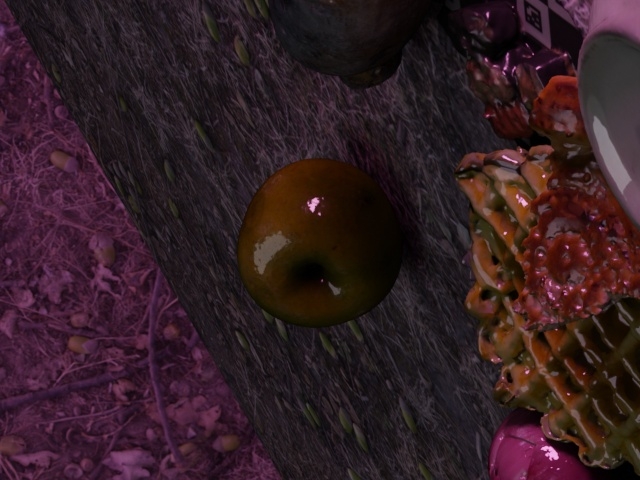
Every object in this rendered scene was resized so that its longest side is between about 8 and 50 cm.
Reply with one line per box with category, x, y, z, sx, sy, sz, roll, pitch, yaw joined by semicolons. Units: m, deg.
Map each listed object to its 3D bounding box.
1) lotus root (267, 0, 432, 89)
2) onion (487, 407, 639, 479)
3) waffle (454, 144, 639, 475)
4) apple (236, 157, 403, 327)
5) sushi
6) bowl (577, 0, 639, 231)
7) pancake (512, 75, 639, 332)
lotus root;0.023;-0.247;1.612;0.175;0.175;0.349;55;163;21
onion;0.244;0.234;1.738;0.177;0.153;0.177;-16;-90;-76
waffle;0.233;0.060;1.572;0.297;0.073;0.317;18;129;53
apple;0.000;0.000;2.044;0.157;0.196;0.196;-91;-8;-47
sushi;0.164;-0.140;1.559;0.220;0.047;0.231;59;164;9
bowl;0.274;-0.087;1.136;0.307;0.163;0.307;57;164;26
pancake;0.225;-0.001;1.409;0.244;0.057;0.266;-55;52;33
